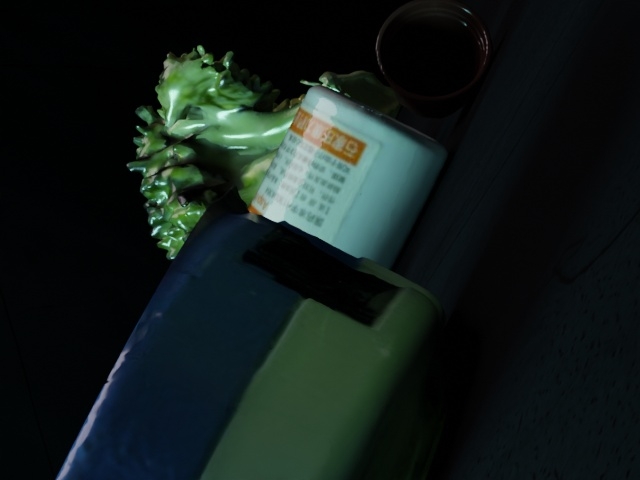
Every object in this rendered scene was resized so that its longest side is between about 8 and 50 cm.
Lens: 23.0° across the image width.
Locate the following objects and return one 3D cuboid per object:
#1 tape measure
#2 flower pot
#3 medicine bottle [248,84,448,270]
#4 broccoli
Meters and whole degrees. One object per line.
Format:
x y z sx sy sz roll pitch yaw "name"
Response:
-0.042 0.114 0.727 0.262 0.138 0.259 161 134 -89 "tape measure"
0.107 -0.165 1.502 0.089 0.111 0.111 85 -150 -71 "flower pot"
0.000 0.000 1.390 0.144 0.144 0.252 -73 8 -84 "medicine bottle"
-0.019 -0.065 1.704 0.281 0.348 0.293 -51 53 42 "broccoli"
